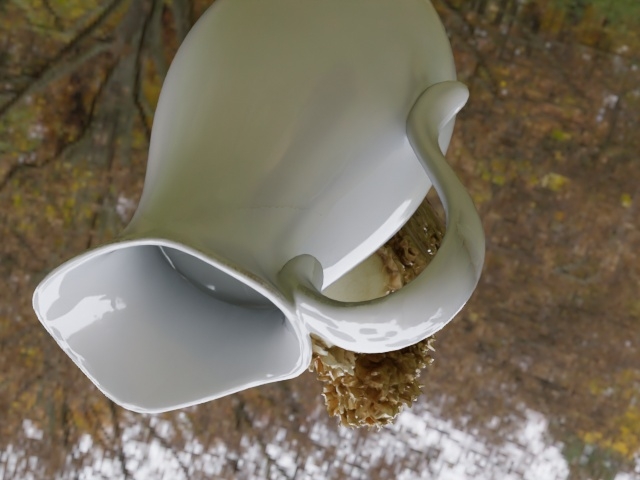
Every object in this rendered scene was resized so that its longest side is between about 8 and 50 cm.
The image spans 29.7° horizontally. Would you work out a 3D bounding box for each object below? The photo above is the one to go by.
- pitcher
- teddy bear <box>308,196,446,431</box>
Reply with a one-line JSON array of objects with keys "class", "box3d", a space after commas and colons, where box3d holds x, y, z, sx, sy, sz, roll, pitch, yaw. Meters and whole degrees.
[{"class": "pitcher", "box3d": [0.003, -0.032, 0.497, 0.178, 0.125, 0.207, -2, -138, 32]}, {"class": "teddy bear", "box3d": [0.000, 0.000, 0.753, 0.245, 0.113, 0.338, 58, -169, -7]}]
